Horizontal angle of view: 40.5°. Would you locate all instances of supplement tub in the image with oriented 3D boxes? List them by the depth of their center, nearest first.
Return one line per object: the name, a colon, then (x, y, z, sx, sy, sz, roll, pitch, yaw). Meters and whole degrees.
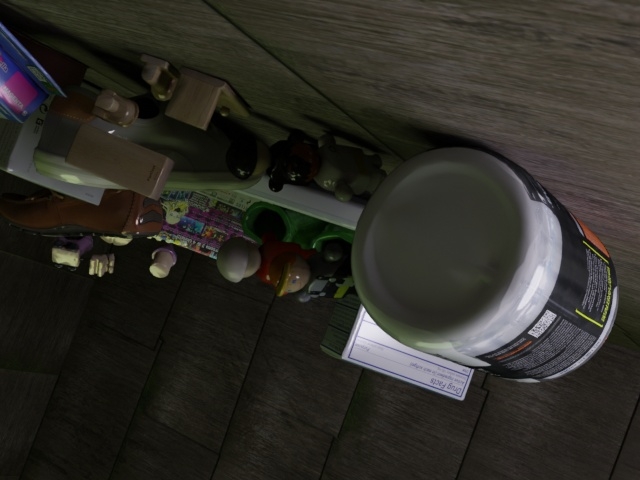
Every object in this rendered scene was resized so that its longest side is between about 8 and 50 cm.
supplement tub: (0.197, 0.042, 0.943, 0.207, 0.207, 0.338, 18, 176, 36)

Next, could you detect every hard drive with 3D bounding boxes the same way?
hard drive: (0.022, -0.059, 1.481, 0.353, 0.047, 0.233, 19, -174, 22)

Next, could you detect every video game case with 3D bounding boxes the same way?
video game case: (-0.214, -0.071, 1.692, 0.232, 0.210, 0.042, 20, -154, -14)

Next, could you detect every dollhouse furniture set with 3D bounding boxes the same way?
dollhouse furniture set: (-0.189, -0.126, 1.036, 0.144, 0.151, 0.123, 22, 177, 11)

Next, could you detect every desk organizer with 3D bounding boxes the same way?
desk organizer: (-0.393, -0.245, 1.199, 0.130, 0.050, 0.047, 23, 175, -43)

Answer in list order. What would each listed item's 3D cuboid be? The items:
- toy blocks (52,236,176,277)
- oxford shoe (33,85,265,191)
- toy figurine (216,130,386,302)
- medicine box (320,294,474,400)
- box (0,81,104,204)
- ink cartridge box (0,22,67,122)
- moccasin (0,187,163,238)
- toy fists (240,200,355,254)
toy blocks: (-0.407, -0.109, 1.879, 0.288, 0.309, 0.260, 13, -141, -2)
oxford shoe: (-0.211, -0.144, 1.233, 0.169, 0.130, 0.449, 14, -171, 28)
toy figurine: (-0.032, -0.031, 1.084, 0.148, 0.213, 0.209, 6, -175, -28)
medicine box: (0.179, 0.123, 1.662, 0.263, 0.289, 0.149, 22, 176, -17)
box: (-0.431, -0.176, 1.418, 0.119, 0.181, 0.182, 17, 175, 43)
ink cartridge box: (-0.463, -0.240, 1.096, 0.311, 0.065, 0.186, 14, 150, 45)
moccasin: (-0.463, -0.080, 1.640, 0.380, 0.147, 0.139, 2, -176, 37)
toy fists: (0.000, 0.000, 1.535, 0.279, 0.096, 0.142, 22, 180, 28)
